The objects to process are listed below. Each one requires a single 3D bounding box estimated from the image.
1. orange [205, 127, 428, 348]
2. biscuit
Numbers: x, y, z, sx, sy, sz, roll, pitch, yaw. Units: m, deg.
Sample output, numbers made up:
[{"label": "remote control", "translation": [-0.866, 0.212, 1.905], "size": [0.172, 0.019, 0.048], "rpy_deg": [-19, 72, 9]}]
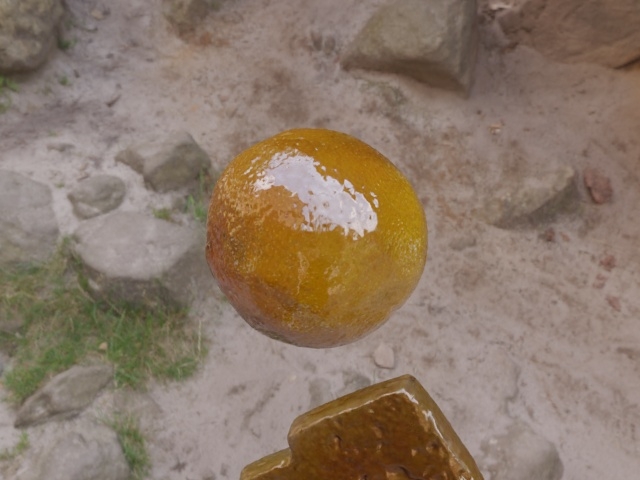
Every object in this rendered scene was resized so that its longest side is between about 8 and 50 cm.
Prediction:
[{"label": "orange", "translation": [0.000, 0.000, 0.734], "size": [0.264, 0.264, 0.264], "rpy_deg": [-1, 41, 1]}, {"label": "biscuit", "translation": [0.043, 0.243, 0.531], "size": [0.278, 0.302, 0.043], "rpy_deg": [20, 21, 9]}]
